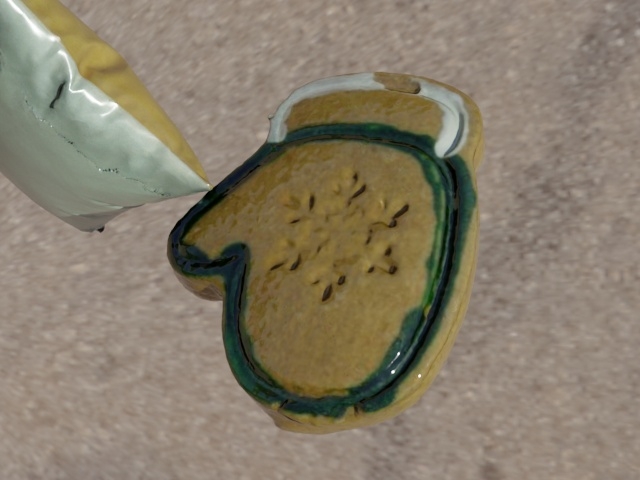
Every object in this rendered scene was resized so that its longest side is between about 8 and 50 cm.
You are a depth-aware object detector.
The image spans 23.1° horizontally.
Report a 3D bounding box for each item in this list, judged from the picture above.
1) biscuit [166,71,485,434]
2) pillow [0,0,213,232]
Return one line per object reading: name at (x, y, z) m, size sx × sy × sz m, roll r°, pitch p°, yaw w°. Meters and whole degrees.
biscuit at (-0.001, -0.001, 1.378) m, size 0.287 × 0.057 × 0.344 m, roll 4°, pitch 65°, yaw 20°
pillow at (-0.266, -0.133, 1.490) m, size 0.312 × 0.310 × 0.119 m, roll 47°, pitch 63°, yaw -16°
